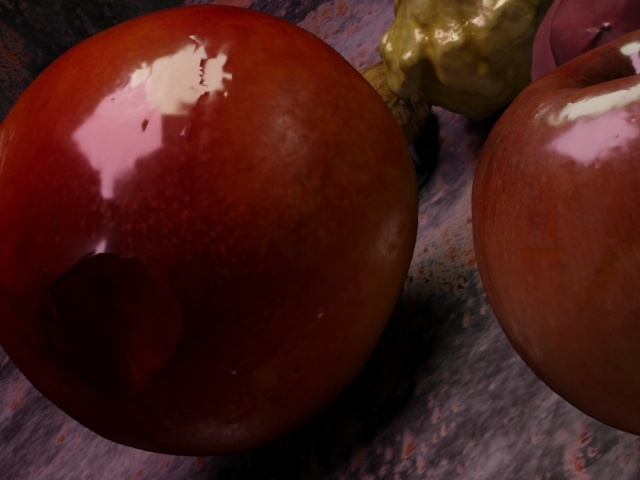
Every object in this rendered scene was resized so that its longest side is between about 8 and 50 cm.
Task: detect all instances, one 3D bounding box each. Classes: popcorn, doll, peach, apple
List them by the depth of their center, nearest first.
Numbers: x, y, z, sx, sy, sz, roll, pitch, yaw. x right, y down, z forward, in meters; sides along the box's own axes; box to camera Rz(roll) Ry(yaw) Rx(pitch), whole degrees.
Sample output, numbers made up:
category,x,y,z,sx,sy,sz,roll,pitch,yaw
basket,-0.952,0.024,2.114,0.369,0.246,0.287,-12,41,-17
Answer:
category,x,y,z,sx,sy,sz,roll,pitch,yaw
apple,0.214,-0.008,1.147,0.253,0.253,0.253,-38,17,14
doll,0.264,-0.171,1.538,0.196,0.152,0.256,-61,-9,32
peach,-0.103,0.002,1.590,0.388,0.388,0.388,-38,17,14
popcorn,0.158,-0.241,1.870,0.215,0.252,0.286,8,41,14

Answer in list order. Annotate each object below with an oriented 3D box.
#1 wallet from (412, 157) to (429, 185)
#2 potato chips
category,x,y,z,sx,sy,sz,roll,pitch,yaw
wallet,0.002,0.002,1.917,0.222,0.036,0.167,-51,19,-23
potato chips,0.070,-0.134,2.001,0.080,0.057,0.407,-23,11,8
